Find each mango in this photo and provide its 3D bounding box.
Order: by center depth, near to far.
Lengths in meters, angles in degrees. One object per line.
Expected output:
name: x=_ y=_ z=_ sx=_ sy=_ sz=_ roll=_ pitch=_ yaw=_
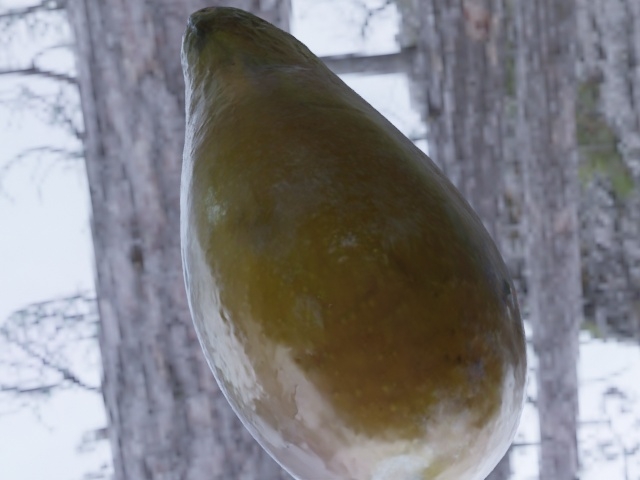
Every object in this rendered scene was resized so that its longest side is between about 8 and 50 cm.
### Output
mango: x=0.000 y=0.000 z=0.748 sx=0.146 sy=0.193 sz=0.316 roll=-33 pitch=-130 yaw=5
